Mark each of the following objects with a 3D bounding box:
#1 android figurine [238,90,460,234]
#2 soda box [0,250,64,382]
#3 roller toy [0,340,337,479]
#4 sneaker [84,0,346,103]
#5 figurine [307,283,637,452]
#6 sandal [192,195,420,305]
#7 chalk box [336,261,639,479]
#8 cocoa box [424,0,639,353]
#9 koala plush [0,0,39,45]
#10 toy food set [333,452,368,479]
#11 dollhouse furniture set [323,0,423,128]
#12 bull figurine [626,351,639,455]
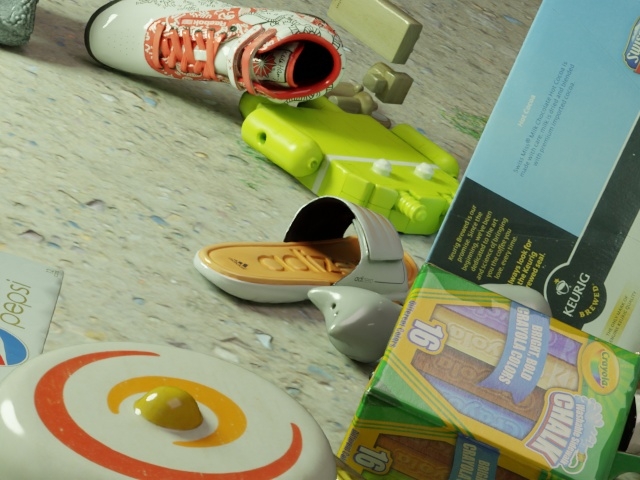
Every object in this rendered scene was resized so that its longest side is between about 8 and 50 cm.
[{"bbox_3d":[0.039,-0.083,1.849,0.248,0.056,0.273,4,25,-43],"label":"android figurine"},{"bbox_3d":[-0.217,0.078,1.134,0.074,0.069,0.216,19,19,-9],"label":"soda box"},{"bbox_3d":[-0.091,0.143,0.957,0.191,0.146,0.209,25,24,25],"label":"roller toy"},{"bbox_3d":[-0.105,-0.200,1.845,0.270,0.090,0.145,4,16,-10],"label":"sneaker"},{"bbox_3d":[0.108,0.100,1.418,0.209,0.092,0.215,7,24,-28],"label":"figurine"},{"bbox_3d":[0.007,0.005,1.550,0.102,0.076,0.265,37,24,33],"label":"sandal"},{"bbox_3d":[0.131,0.137,1.212,0.213,0.132,0.132,24,47,5],"label":"chalk box"},{"bbox_3d":[0.291,-0.089,1.701,0.228,0.347,0.231,29,20,16],"label":"cocoa box"},{"bbox_3d":[-0.393,-0.329,1.842,0.221,0.203,0.196,7,22,-8],"label":"koala plush"},{"bbox_3d":[0.034,0.202,1.085,0.128,0.071,0.218,42,-2,-37],"label":"toy food set"},{"bbox_3d":[0.064,-0.209,2.054,0.123,0.151,0.144,0,32,-48],"label":"dollhouse furniture set"},{"bbox_3d":[0.371,0.175,1.481,0.310,0.101,0.188,5,28,-39],"label":"bull figurine"}]
